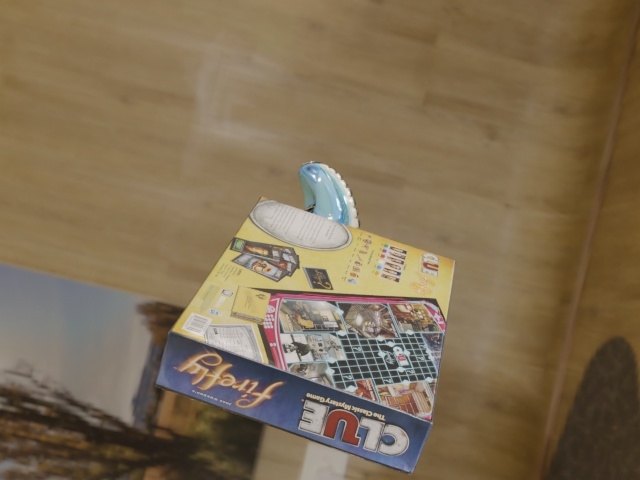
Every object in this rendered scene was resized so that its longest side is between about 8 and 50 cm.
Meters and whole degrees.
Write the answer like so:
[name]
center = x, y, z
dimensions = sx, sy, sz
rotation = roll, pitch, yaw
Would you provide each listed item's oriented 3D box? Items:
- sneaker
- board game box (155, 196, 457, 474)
[sneaker]
center = 0.000, 0.000, 1.067
dimensions = 0.063, 0.073, 0.162
rotation = 126, 132, -69
[board game box]
center = 0.004, 0.052, 0.752
dimensions = 0.243, 0.165, 0.042
rotation = -63, -9, -66
